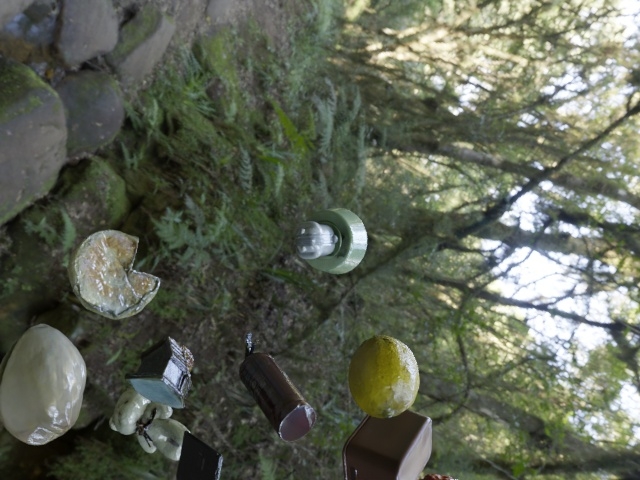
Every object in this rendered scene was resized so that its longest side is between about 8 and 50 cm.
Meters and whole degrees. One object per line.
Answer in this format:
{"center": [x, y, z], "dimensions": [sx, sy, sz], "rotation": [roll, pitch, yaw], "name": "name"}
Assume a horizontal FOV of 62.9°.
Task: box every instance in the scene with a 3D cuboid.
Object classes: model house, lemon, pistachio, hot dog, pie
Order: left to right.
{"center": [-0.752, 0.384, 1.417], "dimensions": [0.208, 0.226, 0.331], "rotation": [-37, -128, 32], "name": "pistachio"}
{"center": [-0.720, 0.114, 1.808], "dimensions": [0.075, 0.337, 0.337], "rotation": [-33, -158, 39], "name": "pie"}
{"center": [-0.413, 0.353, 1.418], "dimensions": [0.106, 0.165, 0.152], "rotation": [-11, -141, 23], "name": "model house"}
{"center": [-0.481, 0.424, 1.769], "dimensions": [0.099, 0.065, 0.147], "rotation": [-36, 140, -51], "name": "hot dog"}
{"center": [0.219, 0.467, 1.827], "dimensions": [0.319, 0.245, 0.245], "rotation": [-90, -157, -45], "name": "lemon"}

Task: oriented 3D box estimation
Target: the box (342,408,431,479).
{"center": [0.272, 0.822, 2.049], "dimensions": [0.339, 0.229, 0.239], "rotation": [-35, 128, -48], "name": "box"}

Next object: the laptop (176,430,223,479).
{"center": [-0.301, 0.558, 1.286], "dimensions": [0.180, 0.016, 0.129], "rotation": [4, -97, 49], "name": "laptop"}

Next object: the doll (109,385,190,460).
{"center": [-0.543, 0.589, 1.668], "dimensions": [0.175, 0.278, 0.149], "rotation": [-59, 171, -12], "name": "doll"}

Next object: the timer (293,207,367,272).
{"center": [0.000, 0.000, 2.163], "dimensions": [0.315, 0.291, 0.290], "rotation": [1, 122, -61], "name": "timer"}

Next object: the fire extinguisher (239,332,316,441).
{"center": [-0.142, 0.403, 1.479], "dimensions": [0.337, 0.114, 0.135], "rotation": [36, -66, 50], "name": "fire extinguisher"}

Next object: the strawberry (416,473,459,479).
{"center": [0.436, 0.831, 1.620], "dimensions": [0.265, 0.336, 0.149], "rotation": [-48, -178, 29], "name": "strawberry"}
